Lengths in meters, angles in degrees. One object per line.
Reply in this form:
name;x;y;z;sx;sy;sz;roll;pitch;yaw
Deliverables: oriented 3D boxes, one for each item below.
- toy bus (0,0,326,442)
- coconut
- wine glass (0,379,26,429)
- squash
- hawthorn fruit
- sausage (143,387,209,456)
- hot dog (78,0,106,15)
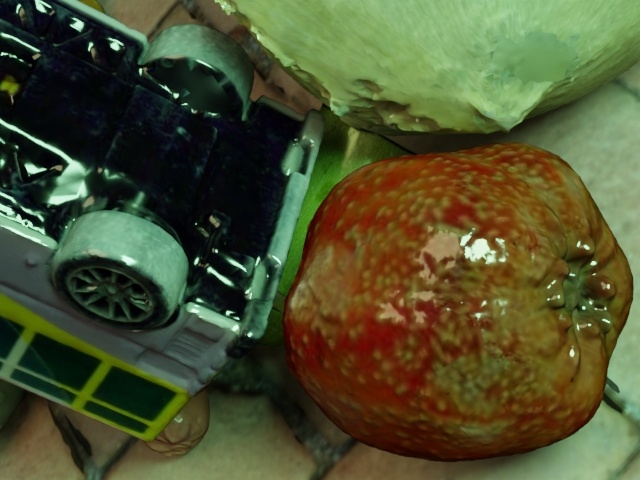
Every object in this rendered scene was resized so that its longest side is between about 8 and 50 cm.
toy bus;-0.249;-0.058;0.883;0.249;0.439;0.209;-48;21;50
coconut;0.087;-0.235;0.848;0.346;0.346;0.360;-25;52;26
wine glass;-0.325;0.251;1.087;0.309;0.096;0.264;-53;46;2
squash;0.000;0.000;0.974;0.095;0.095;0.188;32;95;43
hawthorn fruit;0.066;0.040;0.834;0.253;0.205;0.205;-5;65;44
sausage;-0.124;0.096;1.034;0.062;0.062;0.154;-30;53;22
hot dog;-0.256;-0.201;1.288;0.089;0.060;0.140;24;80;38
